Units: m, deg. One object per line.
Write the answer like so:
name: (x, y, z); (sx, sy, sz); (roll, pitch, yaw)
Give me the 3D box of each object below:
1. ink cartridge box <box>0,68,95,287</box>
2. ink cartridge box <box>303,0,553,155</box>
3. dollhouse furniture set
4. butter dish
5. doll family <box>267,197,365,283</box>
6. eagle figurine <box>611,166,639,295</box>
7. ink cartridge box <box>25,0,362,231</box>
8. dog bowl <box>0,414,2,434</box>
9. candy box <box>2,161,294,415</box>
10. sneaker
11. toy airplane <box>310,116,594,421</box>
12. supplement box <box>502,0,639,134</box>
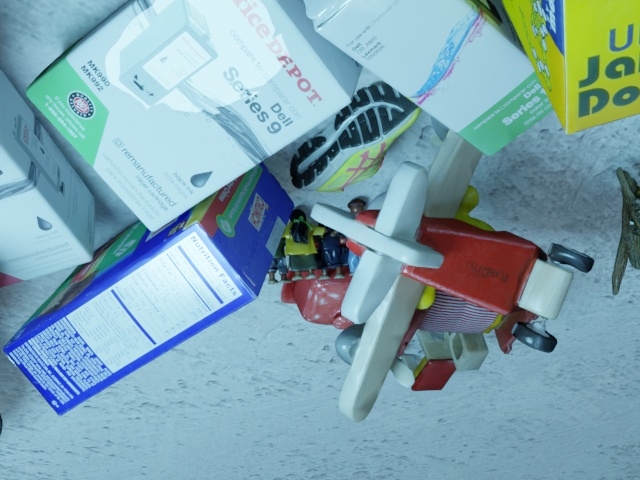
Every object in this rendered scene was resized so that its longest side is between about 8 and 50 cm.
ink cartridge box: (-0.429, -0.069, 1.053); (0.207, 0.117, 0.283); (-16, 142, 6)
ink cartridge box: (0.110, -0.244, 0.903); (0.117, 0.201, 0.278); (-37, 134, 28)
dollhouse furniture set: (0.187, 0.164, 1.470); (0.201, 0.152, 0.374); (2, 140, -17)
butter dish: (0.029, 0.085, 1.361); (0.160, 0.118, 0.160); (0, 140, -14)
doll family: (0.000, 0.000, 1.272); (0.193, 0.111, 0.076); (-3, 172, -16)
eagle figurine: (0.583, -0.046, 1.275); (0.298, 0.225, 0.226); (-1, 143, -3)
ink cartridge box: (-0.130, -0.177, 0.932); (0.289, 0.121, 0.211); (-31, 112, 25)
dog bowl: (-0.697, 0.224, 1.327); (0.407, 0.150, 0.408); (-7, 141, -6)
candy box: (-0.205, 0.042, 1.103); (0.317, 0.268, 0.122); (-31, 106, 20)
sneaker: (0.058, -0.129, 1.144); (0.208, 0.081, 0.094); (-32, 145, 33)
toy airplane: (0.132, 0.004, 1.128); (0.386, 0.272, 0.384); (-32, 125, -18)
supplement box: (0.243, -0.299, 0.743); (0.194, 0.357, 0.195); (-15, 141, 6)
